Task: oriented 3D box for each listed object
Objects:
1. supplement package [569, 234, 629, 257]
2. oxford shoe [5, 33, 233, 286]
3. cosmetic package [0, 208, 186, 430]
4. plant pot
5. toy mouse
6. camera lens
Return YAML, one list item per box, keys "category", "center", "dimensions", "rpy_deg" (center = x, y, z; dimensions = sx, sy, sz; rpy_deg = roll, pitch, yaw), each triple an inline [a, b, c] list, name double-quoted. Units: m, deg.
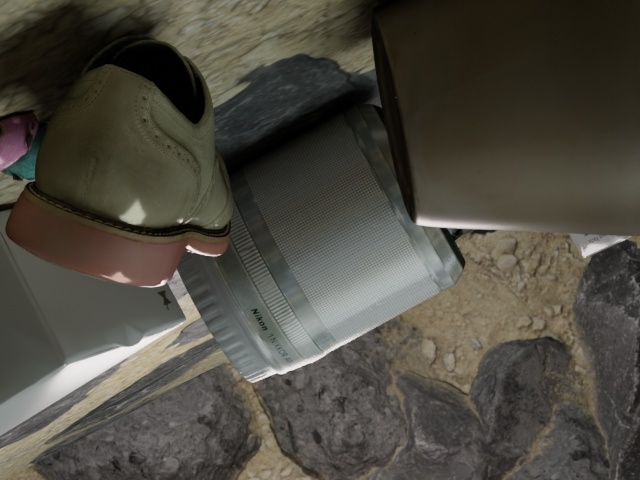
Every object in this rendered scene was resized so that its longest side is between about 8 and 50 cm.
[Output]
- category: "supplement package"
  center: [0.320, -0.124, 2.001]
  dimensions: [0.139, 0.244, 0.134]
  rpy_deg: [-29, 178, -18]
- category: "oxford shoe"
  center: [-0.115, -0.071, 1.241]
  dimensions: [0.397, 0.140, 0.146]
  rpy_deg: [-90, -161, -80]
- category: "cosmetic package"
  center: [-0.332, 0.110, 1.602]
  dimensions: [0.365, 0.155, 0.197]
  rpy_deg: [-33, 172, 27]
- category: "plant pot"
  center: [0.198, -0.133, 1.481]
  dimensions: [0.280, 0.323, 0.323]
  rpy_deg: [-11, 172, -2]
- category: "toy mouse"
  center: [-0.229, -0.062, 1.272]
  dimensions: [0.143, 0.031, 0.161]
  rpy_deg: [-27, 173, -6]
- category: "camera lens"
  center: [0.000, 0.000, 1.824]
  dimensions: [0.274, 0.219, 0.219]
  rpy_deg: [-29, 173, 4]
